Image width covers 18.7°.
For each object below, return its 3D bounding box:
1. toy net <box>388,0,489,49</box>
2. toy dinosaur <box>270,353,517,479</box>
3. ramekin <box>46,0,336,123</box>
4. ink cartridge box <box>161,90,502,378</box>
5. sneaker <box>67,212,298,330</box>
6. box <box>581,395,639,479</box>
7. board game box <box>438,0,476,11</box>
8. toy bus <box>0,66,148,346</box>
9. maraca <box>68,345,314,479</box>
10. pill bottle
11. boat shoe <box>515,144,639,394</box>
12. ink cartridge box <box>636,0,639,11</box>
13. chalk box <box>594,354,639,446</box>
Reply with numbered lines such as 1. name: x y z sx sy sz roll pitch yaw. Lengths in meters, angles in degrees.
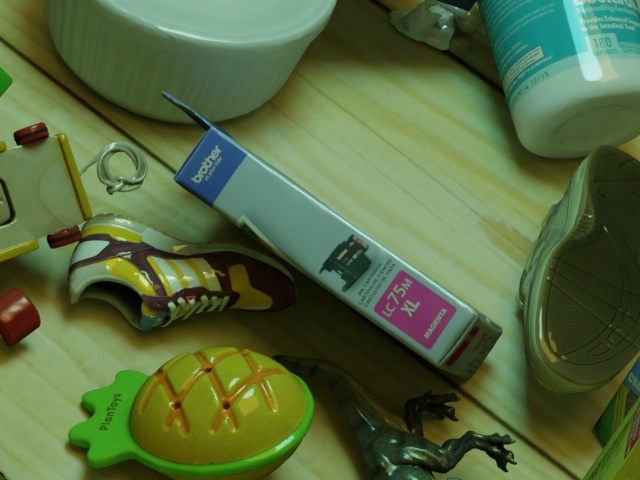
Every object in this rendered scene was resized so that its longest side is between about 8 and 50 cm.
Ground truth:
1. toy net: 0.181 -0.238 1.977 0.232 0.045 0.122 4 47 -18
2. toy dinosaur: 0.075 0.164 1.525 0.118 0.064 0.268 -17 52 -26
3. ramekin: -0.128 -0.224 1.780 0.273 0.127 0.273 12 44 -11
4. ink cartridge box: 0.000 0.000 1.582 0.311 0.065 0.186 37 1 14
5. sneaker: -0.113 0.042 1.571 0.185 0.069 0.084 13 54 -2
6. box: 0.219 0.196 1.420 0.058 0.232 0.087 27 44 1
7. board game box: 0.029 -0.307 1.818 0.243 0.042 0.165 13 34 -36
8. toy bus: -0.271 -0.027 1.535 0.202 0.104 0.191 32 70 -26
9. maraca: -0.096 0.133 1.462 0.186 0.099 0.127 -1 33 12
10. pill bottle: 0.228 -0.222 1.861 0.146 0.146 0.264 -4 65 -25
11. boat shoe: 0.224 0.038 1.684 0.109 0.098 0.302 32 40 -9
12. ink cartridge box: 0.343 -0.296 1.988 0.067 0.198 0.115 -4 48 -25
13. chalk box: 0.339 0.125 1.553 0.132 0.213 0.132 -7 50 -28
